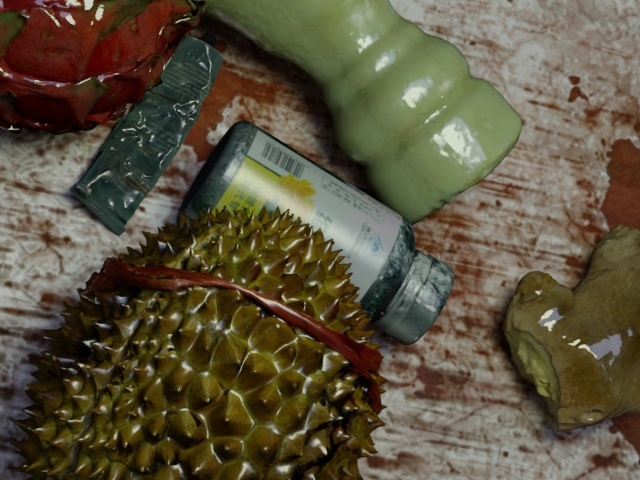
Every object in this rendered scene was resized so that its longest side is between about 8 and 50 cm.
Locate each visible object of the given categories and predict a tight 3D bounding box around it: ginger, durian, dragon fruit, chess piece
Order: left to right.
[{"bbox_3d":[-0.266,-0.229,1.468,0.299,0.244,0.244,-17,83,-14],"label":"dragon fruit"},{"bbox_3d":[-0.107,0.147,1.408,0.347,0.347,0.384,29,100,-11],"label":"durian"},{"bbox_3d":[0.020,-0.232,1.601,0.234,0.234,0.442,-43,98,-24],"label":"chess piece"},{"bbox_3d":[0.326,0.093,1.671,0.221,0.130,0.276,27,63,-3],"label":"ginger"}]

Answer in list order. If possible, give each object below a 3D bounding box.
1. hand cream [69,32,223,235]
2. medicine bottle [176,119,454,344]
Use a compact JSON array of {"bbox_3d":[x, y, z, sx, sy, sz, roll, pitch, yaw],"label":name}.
[{"bbox_3d":[-0.180,-0.129,1.579,0.075,0.052,0.248,34,68,-9],"label":"hand cream"},{"bbox_3d":[0.000,0.000,1.565,0.293,0.141,0.141,31,68,-11],"label":"medicine bottle"}]
